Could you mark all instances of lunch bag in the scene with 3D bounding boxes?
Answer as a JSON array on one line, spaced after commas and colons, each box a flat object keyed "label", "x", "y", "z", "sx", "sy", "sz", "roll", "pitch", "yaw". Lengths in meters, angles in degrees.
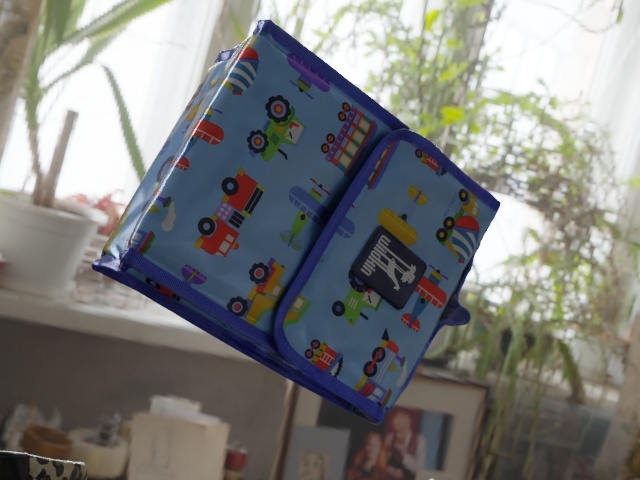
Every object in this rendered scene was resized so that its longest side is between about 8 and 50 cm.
[{"label": "lunch bag", "x": 0.000, "y": 0.000, "z": 0.896, "sx": 0.293, "sy": 0.221, "sz": 0.138, "roll": 32, "pitch": -14, "yaw": -17}]

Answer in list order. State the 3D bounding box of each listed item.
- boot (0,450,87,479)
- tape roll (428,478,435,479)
[{"label": "boot", "x": -0.347, "y": 0.321, "z": 0.926, "sx": 0.138, "sy": 0.284, "sz": 0.377, "roll": -6, "pitch": -17, "yaw": 37}, {"label": "tape roll", "x": 0.034, "y": 0.322, "z": 0.810, "sx": 0.169, "sy": 0.246, "sz": 0.246, "roll": 54, "pitch": 18, "yaw": 16}]
